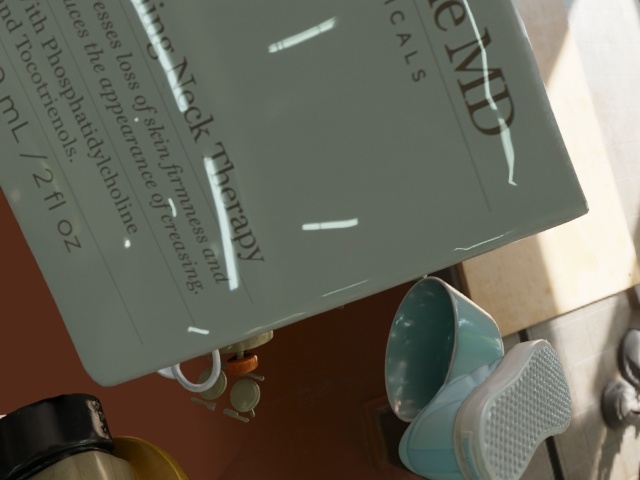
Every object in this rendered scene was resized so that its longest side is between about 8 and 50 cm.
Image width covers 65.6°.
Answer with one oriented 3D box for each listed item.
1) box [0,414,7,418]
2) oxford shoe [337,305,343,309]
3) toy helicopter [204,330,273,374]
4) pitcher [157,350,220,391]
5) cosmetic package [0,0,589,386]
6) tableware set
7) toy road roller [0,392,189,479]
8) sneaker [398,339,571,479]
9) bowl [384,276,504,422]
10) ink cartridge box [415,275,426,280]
[{"bbox_3d":[-0.865,0.532,1.316,0.101,0.087,0.102,9,107,-47],"label":"box"},{"bbox_3d":[0.000,0.000,1.095,0.130,0.123,0.349,0,48,-3],"label":"oxford shoe"},{"bbox_3d":[-0.296,0.271,1.426,0.235,0.354,0.140,-29,110,-65],"label":"toy helicopter"},{"bbox_3d":[-0.223,0.126,0.810,0.177,0.125,0.207,21,73,-2],"label":"pitcher"},{"bbox_3d":[-0.041,-0.124,0.491,0.393,0.327,0.330,-21,97,11],"label":"cosmetic package"},{"bbox_3d":[-0.251,0.414,1.377,0.194,0.039,0.128,13,71,21],"label":"tableware set"},{"bbox_3d":[-0.263,0.309,0.428,0.329,0.241,0.203,-29,61,-12],"label":"toy road roller"},{"bbox_3d":[0.234,0.225,0.697,0.365,0.150,0.135,-1,77,-49],"label":"sneaker"},{"bbox_3d":[0.278,0.249,1.087,0.163,0.311,0.312,16,74,-14],"label":"bowl"},{"bbox_3d":[0.287,0.003,1.431,0.109,0.062,0.209,61,43,-34],"label":"ink cartridge box"}]
